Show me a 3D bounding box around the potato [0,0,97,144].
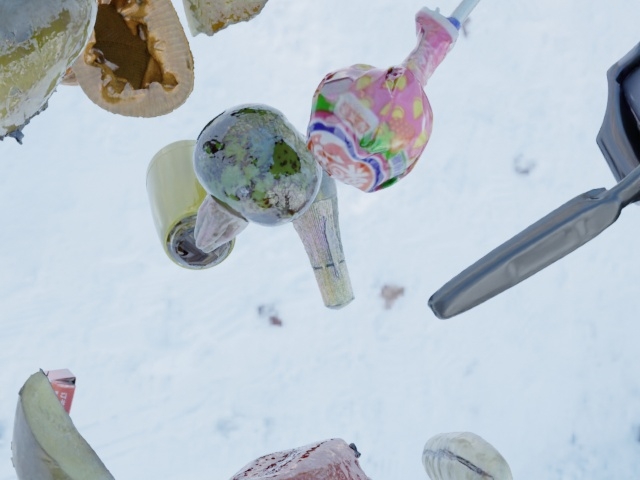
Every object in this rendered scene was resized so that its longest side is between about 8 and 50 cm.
[{"bbox_3d":[-0.213,-0.141,0.679,0.164,0.081,0.200,52,46,-10],"label":"potato"}]

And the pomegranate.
[{"bbox_3d":[-0.073,-0.065,1.158,0.138,0.163,0.125,37,44,2],"label":"pomegranate"}]

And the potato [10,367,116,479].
[{"bbox_3d":[-0.429,0.338,1.732,0.243,0.138,0.098,53,32,10],"label":"potato"}]

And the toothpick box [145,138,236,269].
[{"bbox_3d":[-0.249,-0.065,2.188,0.175,0.175,0.271,41,17,-32],"label":"toothpick box"}]

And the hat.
[{"bbox_3d":[-0.358,-0.294,1.781,0.244,0.233,0.233,23,73,-35],"label":"hat"}]

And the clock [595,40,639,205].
[{"bbox_3d":[0.284,-0.004,0.721,0.186,0.083,0.253,26,36,-39],"label":"clock"}]

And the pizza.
[{"bbox_3d":[-0.077,-0.321,1.172,0.127,0.058,0.246,21,89,-24],"label":"pizza"}]

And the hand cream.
[{"bbox_3d":[0.000,0.000,1.560,0.084,0.084,0.203,-18,95,-42],"label":"hand cream"}]

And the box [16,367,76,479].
[{"bbox_3d":[-0.476,0.338,1.934,0.050,0.123,0.229,14,86,-21],"label":"box"}]

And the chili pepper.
[{"bbox_3d":[-0.050,0.246,0.982,0.253,0.144,0.136,8,96,-63],"label":"chili pepper"}]

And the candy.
[{"bbox_3d":[0.119,-0.201,1.101,0.124,0.124,0.365,47,71,-29],"label":"candy"}]

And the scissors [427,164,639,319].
[{"bbox_3d":[0.154,-0.019,0.598,0.220,0.017,0.088,-32,132,1],"label":"scissors"}]

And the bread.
[{"bbox_3d":[0.151,0.247,1.223,0.053,0.214,0.073,-11,87,-12],"label":"bread"}]
